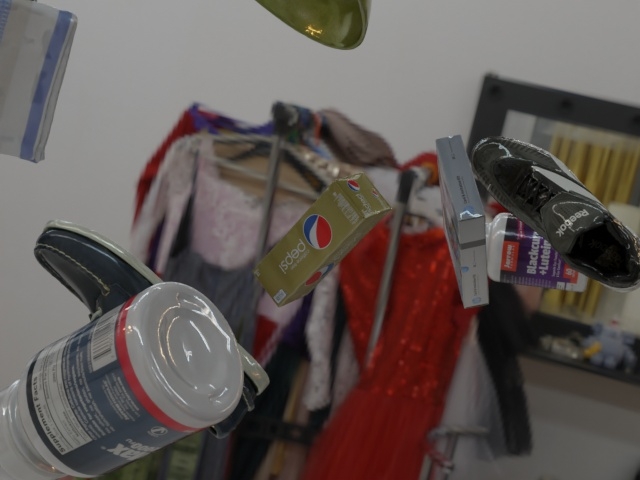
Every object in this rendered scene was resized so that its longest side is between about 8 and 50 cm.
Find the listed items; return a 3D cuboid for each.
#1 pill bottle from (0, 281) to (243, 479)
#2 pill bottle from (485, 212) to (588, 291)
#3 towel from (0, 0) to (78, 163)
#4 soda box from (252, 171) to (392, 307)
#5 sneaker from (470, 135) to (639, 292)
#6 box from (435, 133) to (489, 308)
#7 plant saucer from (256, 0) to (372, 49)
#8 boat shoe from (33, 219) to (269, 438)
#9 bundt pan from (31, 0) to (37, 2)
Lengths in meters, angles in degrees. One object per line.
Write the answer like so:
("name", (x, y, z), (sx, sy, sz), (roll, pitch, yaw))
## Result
("pill bottle", (-0.155, 0.112, 0.821), (0.180, 0.108, 0.108), (-28, -19, 30))
("pill bottle", (0.314, 0.015, 1.721), (0.193, 0.108, 0.108), (7, 4, 12))
("towel", (-0.438, -0.201, 1.301), (0.285, 0.209, 0.034), (10, 30, -24))
("soda box", (0.000, 0.000, 1.322), (0.061, 0.181, 0.058), (-21, 70, -51))
("sneaker", (0.255, -0.030, 1.188), (0.234, 0.078, 0.106), (42, 11, 7))
("box", (0.187, -0.023, 1.481), (0.038, 0.145, 0.186), (-12, -39, 2))
("plant saucer", (-0.047, -0.227, 0.744), (0.241, 0.037, 0.241), (42, -9, 9))
("boat shoe", (-0.167, 0.081, 1.028), (0.254, 0.079, 0.095), (40, -25, -3))
("bundt pan", (-0.468, -0.319, 1.515), (0.124, 0.331, 0.331), (16, 5, -2))
